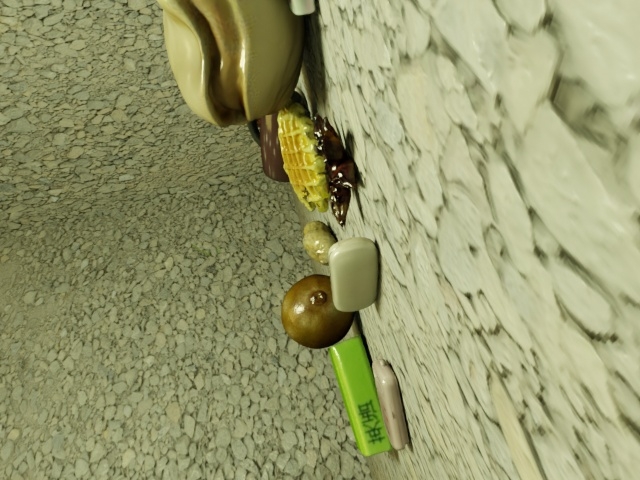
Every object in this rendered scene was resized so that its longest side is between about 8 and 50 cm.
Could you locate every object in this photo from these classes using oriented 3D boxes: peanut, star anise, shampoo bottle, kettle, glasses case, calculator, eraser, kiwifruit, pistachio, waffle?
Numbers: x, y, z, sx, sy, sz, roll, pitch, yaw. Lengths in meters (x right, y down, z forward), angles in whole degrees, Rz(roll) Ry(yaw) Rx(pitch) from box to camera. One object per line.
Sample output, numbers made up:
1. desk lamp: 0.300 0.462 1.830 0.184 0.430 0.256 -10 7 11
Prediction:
1. peanut: 0.000 0.000 1.294 0.214 0.099 0.099 -100 -2 -65
2. star anise: 0.025 -0.128 0.756 0.157 0.053 0.212 162 97 -86
3. shampoo bottle: -0.034 -0.408 0.705 0.099 0.043 0.072 82 175 -47
4. kettle: -0.112 -0.302 1.256 0.202 0.144 0.232 30 144 25
5. glasses case: 0.056 0.063 0.780 0.204 0.081 0.051 85 172 -54
6. calculator: 0.131 0.305 0.869 0.100 0.032 0.175 -128 25 -80
7. eraser: 0.098 0.384 1.172 0.210 0.092 0.274 93 162 -73
8. kiwifruit: -0.006 0.183 1.199 0.234 0.196 0.196 103 154 -65
9. pistachio: -0.169 -0.393 0.855 0.445 0.281 0.365 73 -168 -68
10. waffle: -0.046 -0.191 1.083 0.250 0.056 0.261 59 163 29

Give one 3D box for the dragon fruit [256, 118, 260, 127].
1. dragon fruit: -0.261 -0.620 1.710 0.371 0.249 0.386 61 -173 -27
